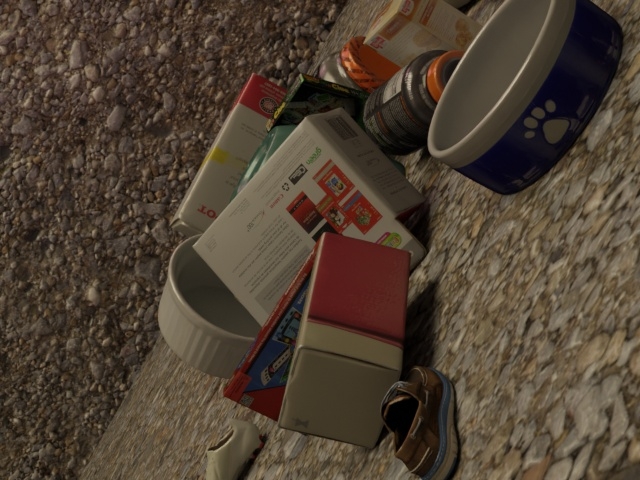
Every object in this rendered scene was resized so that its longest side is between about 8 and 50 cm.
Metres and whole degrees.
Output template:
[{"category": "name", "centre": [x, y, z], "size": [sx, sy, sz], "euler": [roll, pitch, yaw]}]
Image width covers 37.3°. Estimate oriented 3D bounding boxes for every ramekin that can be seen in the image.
[{"category": "ramekin", "centre": [-0.168, 0.127, 1.769], "size": [0.277, 0.277, 0.135], "euler": [-78, 13, -53]}]

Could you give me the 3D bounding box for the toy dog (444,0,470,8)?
[{"category": "toy dog", "centre": [0.241, -0.519, 1.817], "size": [0.220, 0.161, 0.334], "euler": [-65, 13, -19]}]

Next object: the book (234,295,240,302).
[{"category": "book", "centre": [-0.072, 0.110, 1.673], "size": [0.096, 0.144, 0.035], "euler": [-171, 95, -72]}]

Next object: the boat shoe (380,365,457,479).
[{"category": "boat shoe", "centre": [0.103, 0.183, 1.022], "size": [0.066, 0.066, 0.183], "euler": [-57, 13, 17]}]

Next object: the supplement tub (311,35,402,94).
[{"category": "supplement tub", "centre": [0.040, -0.251, 1.941], "size": [0.316, 0.194, 0.193], "euler": [-51, 16, 37]}]

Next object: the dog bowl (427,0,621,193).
[{"category": "dog bowl", "centre": [0.251, -0.194, 1.193], "size": [0.265, 0.104, 0.265], "euler": [-55, 14, 20]}]

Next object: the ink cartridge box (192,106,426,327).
[{"category": "ink cartridge box", "centre": [0.000, 0.000, 1.482], "size": [0.309, 0.272, 0.130], "euler": [-45, -9, 29]}]

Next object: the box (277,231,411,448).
[{"category": "box", "centre": [0.035, 0.123, 1.211], "size": [0.232, 0.127, 0.148], "euler": [-78, 2, -52]}]

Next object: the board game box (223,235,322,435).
[{"category": "board game box", "centre": [-0.010, 0.143, 1.378], "size": [0.281, 0.145, 0.027], "euler": [-58, 15, 15]}]

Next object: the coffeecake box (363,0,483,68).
[{"category": "coffeecake box", "centre": [0.184, -0.324, 1.549], "size": [0.068, 0.185, 0.142], "euler": [-65, 13, -17]}]

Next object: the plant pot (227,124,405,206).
[{"category": "plant pot", "centre": [-0.025, -0.071, 1.704], "size": [0.293, 0.235, 0.293], "euler": [-55, 14, 21]}]

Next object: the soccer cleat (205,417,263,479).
[{"category": "soccer cleat", "centre": [-0.171, 0.392, 1.614], "size": [0.196, 0.076, 0.068], "euler": [-60, 13, 3]}]

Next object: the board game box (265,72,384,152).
[{"category": "board game box", "centre": [0.039, -0.227, 1.782], "size": [0.136, 0.260, 0.030], "euler": [-53, 42, 33]}]

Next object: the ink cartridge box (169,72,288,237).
[{"category": "ink cartridge box", "centre": [-0.133, -0.137, 2.162], "size": [0.384, 0.279, 0.160], "euler": [-64, 12, -13]}]

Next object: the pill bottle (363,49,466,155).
[{"category": "pill bottle", "centre": [0.170, -0.224, 1.518], "size": [0.130, 0.130, 0.246], "euler": [-64, 13, -16]}]
